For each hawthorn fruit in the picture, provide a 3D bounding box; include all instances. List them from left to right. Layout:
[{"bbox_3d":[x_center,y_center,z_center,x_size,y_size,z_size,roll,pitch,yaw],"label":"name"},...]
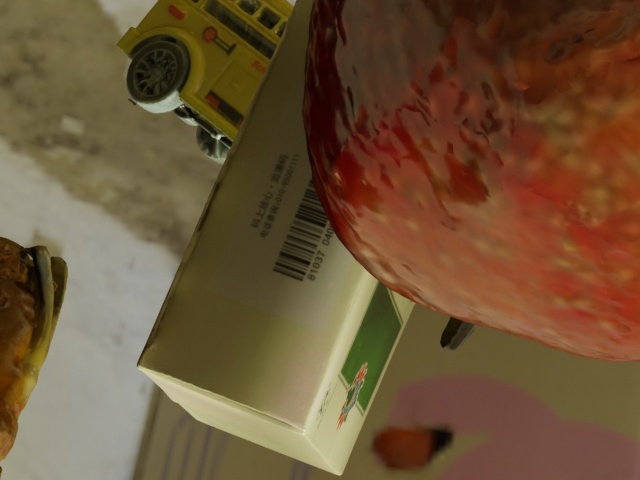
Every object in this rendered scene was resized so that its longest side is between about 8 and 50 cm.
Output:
[{"bbox_3d":[0.122,-0.063,0.812,0.284,0.285,0.369,18,134,-15],"label":"hawthorn fruit"}]

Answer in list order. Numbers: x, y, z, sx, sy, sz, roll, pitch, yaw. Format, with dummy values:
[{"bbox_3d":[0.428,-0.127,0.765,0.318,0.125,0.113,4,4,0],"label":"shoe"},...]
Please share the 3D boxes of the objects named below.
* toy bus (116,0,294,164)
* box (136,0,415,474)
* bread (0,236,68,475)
[{"bbox_3d":[-0.005,-0.089,1.531,0.330,0.152,0.144,39,-179,33],"label":"toy bus"},{"bbox_3d":[0.000,0.000,0.999,0.095,0.212,0.168,20,169,13],"label":"box"},{"bbox_3d":[-0.247,0.106,0.975,0.184,0.275,0.114,24,144,-21],"label":"bread"}]
